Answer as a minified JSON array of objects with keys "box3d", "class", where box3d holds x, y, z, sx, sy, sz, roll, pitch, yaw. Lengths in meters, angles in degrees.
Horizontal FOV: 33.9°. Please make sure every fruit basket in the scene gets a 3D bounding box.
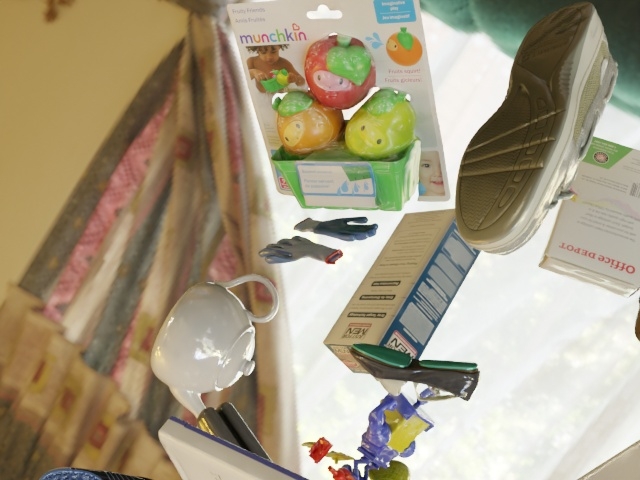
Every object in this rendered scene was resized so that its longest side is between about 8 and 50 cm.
[{"box3d":[0.027,-0.211,1.661,0.326,0.165,0.353,3,130,26],"class":"fruit basket"}]

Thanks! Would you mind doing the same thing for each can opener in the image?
[{"box3d":[-0.110,0.387,1.676,0.074,0.093,0.280,-8,-124,-49],"class":"can opener"}]

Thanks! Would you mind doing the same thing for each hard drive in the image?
[{"box3d":[-0.057,0.358,1.393,0.318,0.040,0.210,17,143,33],"class":"hard drive"}]

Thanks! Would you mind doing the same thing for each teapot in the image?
[{"box3d":[-0.219,0.218,2.201,0.187,0.256,0.252,27,-144,13],"class":"teapot"}]

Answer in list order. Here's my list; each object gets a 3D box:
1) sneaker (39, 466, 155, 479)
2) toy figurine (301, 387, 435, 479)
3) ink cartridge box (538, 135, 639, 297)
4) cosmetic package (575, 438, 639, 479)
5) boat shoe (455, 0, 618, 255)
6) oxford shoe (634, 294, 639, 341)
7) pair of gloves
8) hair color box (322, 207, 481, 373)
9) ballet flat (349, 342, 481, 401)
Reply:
[{"box3d":[-0.329,0.402,1.643,0.232,0.082,0.090,17,171,-16],"class":"sneaker"},{"box3d":[0.154,0.361,1.837,0.191,0.217,0.362,38,179,36],"class":"toy figurine"},{"box3d":[0.449,-0.036,1.645,0.154,0.213,0.093,19,166,8],"class":"ink cartridge box"},{"box3d":[0.553,0.494,1.811,0.161,0.453,0.230,31,-155,-56],"class":"cosmetic package"},{"box3d":[0.231,-0.106,1.062,0.118,0.320,0.103,-15,130,44],"class":"boat shoe"},{"box3d":[0.455,0.063,1.355,0.083,0.096,0.227,51,-139,4],"class":"oxford shoe"},{"box3d":[0.000,0.000,1.758,0.159,0.023,0.198,8,-153,37],"class":"pair of gloves"},{"box3d":[0.170,0.100,2.078,0.105,0.347,0.173,46,153,-25],"class":"hair color box"},{"box3d":[0.138,0.204,1.579,0.203,0.074,0.074,9,179,14],"class":"ballet flat"}]
